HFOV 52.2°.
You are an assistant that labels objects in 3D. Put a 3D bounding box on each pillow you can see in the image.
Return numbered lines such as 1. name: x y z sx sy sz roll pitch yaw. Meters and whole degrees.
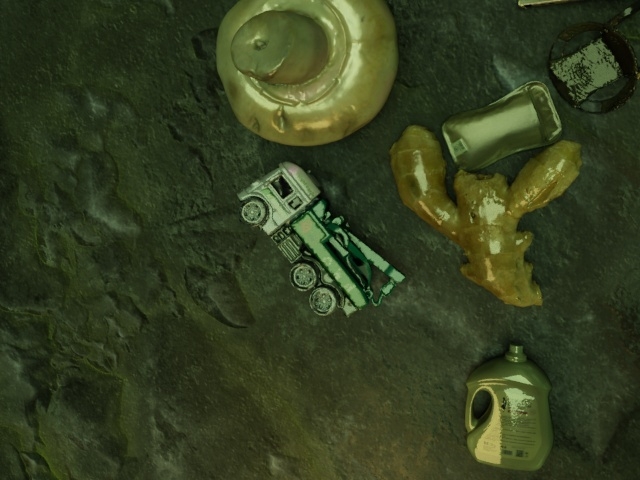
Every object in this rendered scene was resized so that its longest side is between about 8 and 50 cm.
1. pillow: 0.355 -0.217 1.285 0.217 0.033 0.130 -23 99 17

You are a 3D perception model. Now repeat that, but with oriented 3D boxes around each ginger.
1. ginger: 0.300 -0.041 1.280 0.362 0.122 0.348 8 109 18

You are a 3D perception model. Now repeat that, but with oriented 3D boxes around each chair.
1. chair: 0.528 -0.334 1.178 0.213 0.149 0.174 -31 93 19

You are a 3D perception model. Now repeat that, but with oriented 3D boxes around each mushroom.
1. mushroom: -0.039 -0.366 1.220 0.353 0.353 0.325 5 73 11

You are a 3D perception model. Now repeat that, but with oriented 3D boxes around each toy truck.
1. toy truck: -0.007 0.003 1.338 0.178 0.176 0.363 -42 90 6

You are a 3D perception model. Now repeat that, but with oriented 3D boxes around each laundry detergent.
1. laundry detergent: 0.389 0.334 1.340 0.181 0.091 0.254 4 100 17

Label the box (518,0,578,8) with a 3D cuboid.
1. box: 0.484 -0.499 1.175 0.247 0.033 0.129 5 99 30
